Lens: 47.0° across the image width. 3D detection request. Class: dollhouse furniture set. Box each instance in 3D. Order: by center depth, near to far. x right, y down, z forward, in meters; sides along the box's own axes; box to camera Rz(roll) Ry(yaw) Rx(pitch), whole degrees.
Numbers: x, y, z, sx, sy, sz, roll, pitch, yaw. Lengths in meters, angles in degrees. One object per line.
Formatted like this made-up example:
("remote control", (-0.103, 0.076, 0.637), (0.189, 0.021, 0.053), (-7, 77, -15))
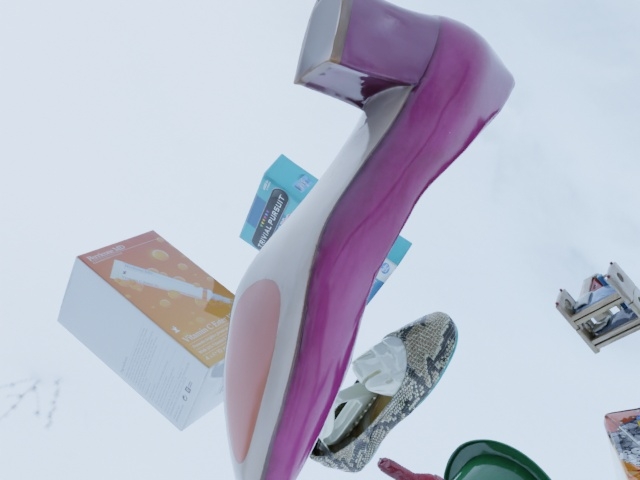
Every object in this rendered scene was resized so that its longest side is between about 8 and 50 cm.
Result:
("dollhouse furniture set", (0.566, 0.101, 1.452), (0.129, 0.183, 0.129), (49, 128, -5))

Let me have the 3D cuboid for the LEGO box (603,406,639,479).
("LEGO box", (0.627, 0.567, 1.179), (0.193, 0.372, 0.500), (-13, 98, 14))

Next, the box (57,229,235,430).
("box", (-0.300, 0.162, 1.431), (0.345, 0.215, 0.168), (36, 120, 17))

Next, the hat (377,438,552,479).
("hat", (0.141, 0.315, 0.765), (0.208, 0.183, 0.173), (54, 134, 21))

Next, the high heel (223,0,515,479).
("high heel", (0.049, 0.008, 0.534), (0.181, 0.377, 0.127), (17, 175, -26))

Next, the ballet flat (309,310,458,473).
("ballet flat", (0.111, 0.340, 1.604), (0.182, 0.164, 0.483), (13, 124, -29))

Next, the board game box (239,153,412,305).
("board game box", (0.000, 0.000, 1.621), (0.336, 0.079, 0.254), (34, 143, 4))
